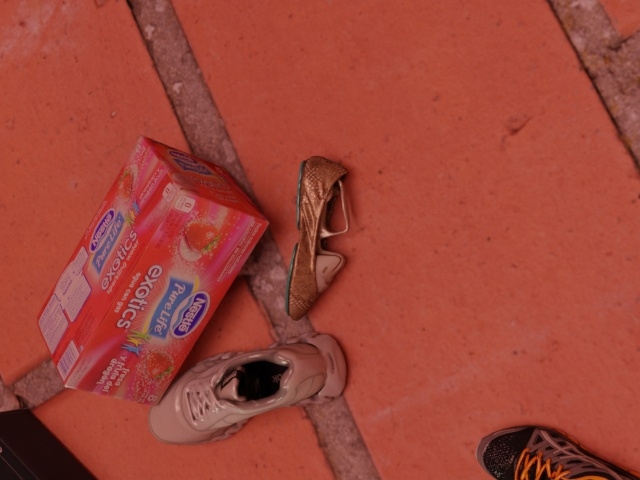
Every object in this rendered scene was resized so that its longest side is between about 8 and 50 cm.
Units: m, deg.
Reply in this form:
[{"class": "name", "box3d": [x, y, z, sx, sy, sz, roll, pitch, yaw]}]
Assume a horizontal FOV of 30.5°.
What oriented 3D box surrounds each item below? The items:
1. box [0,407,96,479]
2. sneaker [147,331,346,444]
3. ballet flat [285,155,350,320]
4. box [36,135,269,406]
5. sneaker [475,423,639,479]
[{"class": "box", "box3d": [-0.403, 0.387, 1.629, 0.261, 0.103, 0.184, 39, 109, 25]}, {"class": "sneaker", "box3d": [-0.115, 0.188, 1.470, 0.292, 0.118, 0.110, -25, 79, 27]}, {"class": "ballet flat", "box3d": [0.000, 0.000, 1.443, 0.067, 0.073, 0.206, 7, 95, 14]}, {"class": "box", "box3d": [-0.220, 0.042, 1.493, 0.300, 0.142, 0.154, -58, 40, 14]}, {"class": "sneaker", "box3d": [0.265, 0.259, 1.278, 0.215, 0.083, 0.084, 15, 97, 30]}]
